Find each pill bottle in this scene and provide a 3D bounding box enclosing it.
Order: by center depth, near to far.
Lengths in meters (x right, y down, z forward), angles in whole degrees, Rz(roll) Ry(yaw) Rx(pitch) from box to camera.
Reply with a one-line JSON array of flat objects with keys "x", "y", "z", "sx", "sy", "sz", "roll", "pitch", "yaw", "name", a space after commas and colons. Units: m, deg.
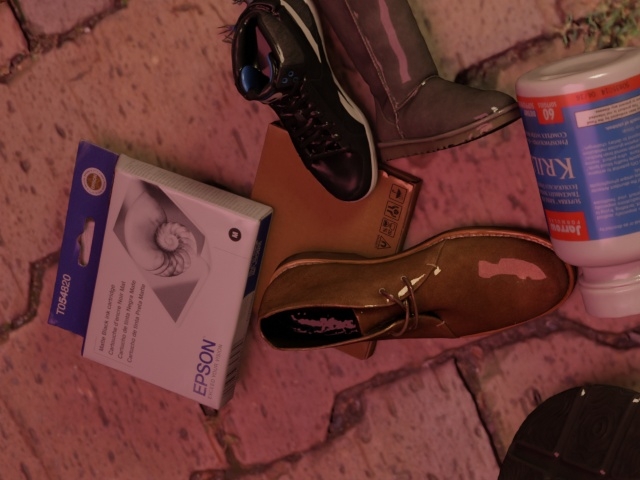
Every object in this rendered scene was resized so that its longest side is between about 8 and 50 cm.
[{"x": 0.254, "y": -0.050, "z": 1.747, "sx": 0.124, "sy": 0.124, "sz": 0.221, "roll": -8, "pitch": 103, "yaw": 29, "name": "pill bottle"}]

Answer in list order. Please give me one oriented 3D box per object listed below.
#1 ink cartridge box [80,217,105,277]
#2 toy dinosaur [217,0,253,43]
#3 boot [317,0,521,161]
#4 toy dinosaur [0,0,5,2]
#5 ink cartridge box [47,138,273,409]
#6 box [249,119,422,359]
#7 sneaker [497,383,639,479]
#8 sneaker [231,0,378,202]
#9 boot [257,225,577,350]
[{"x": -0.191, "y": 0.010, "z": 2.054, "sx": 0.115, "sy": 0.029, "sz": 0.063, "roll": 6, "pitch": 110, "yaw": 22, "name": "ink cartridge box"}, {"x": -0.064, "y": -0.200, "z": 1.908, "sx": 0.090, "sy": 0.047, "sz": 0.082, "roll": -6, "pitch": 123, "yaw": 18, "name": "toy dinosaur"}, {"x": 0.082, "y": -0.184, "z": 1.810, "sx": 0.190, "sy": 0.076, "sz": 0.208, "roll": -11, "pitch": 98, "yaw": 45, "name": "boot"}, {"x": -0.371, "y": -0.189, "z": 2.068, "sx": 0.112, "sy": 0.064, "sz": 0.211, "roll": 14, "pitch": 124, "yaw": 3, "name": "toy dinosaur"}, {"x": -0.174, "y": 0.034, "z": 2.010, "sx": 0.224, "sy": 0.045, "sz": 0.223, "roll": 20, "pitch": 115, "yaw": 16, "name": "ink cartridge box"}, {"x": 0.000, "y": 0.000, "z": 1.957, "sx": 0.164, "sy": 0.021, "sz": 0.201, "roll": 24, "pitch": 117, "yaw": 18, "name": "box"}, {"x": 0.371, "y": 0.268, "z": 1.776, "sx": 0.257, "sy": 0.169, "sz": 0.447, "roll": 34, "pitch": 164, "yaw": -33, "name": "sneaker"}, {"x": -0.025, "y": -0.122, "z": 1.842, "sx": 0.079, "sy": 0.121, "sz": 0.217, "roll": -19, "pitch": 99, "yaw": 28, "name": "sneaker"}, {"x": 0.087, "y": 0.060, "z": 1.866, "sx": 0.305, "sy": 0.115, "sz": 0.112, "roll": -7, "pitch": 108, "yaw": 17, "name": "boot"}]
